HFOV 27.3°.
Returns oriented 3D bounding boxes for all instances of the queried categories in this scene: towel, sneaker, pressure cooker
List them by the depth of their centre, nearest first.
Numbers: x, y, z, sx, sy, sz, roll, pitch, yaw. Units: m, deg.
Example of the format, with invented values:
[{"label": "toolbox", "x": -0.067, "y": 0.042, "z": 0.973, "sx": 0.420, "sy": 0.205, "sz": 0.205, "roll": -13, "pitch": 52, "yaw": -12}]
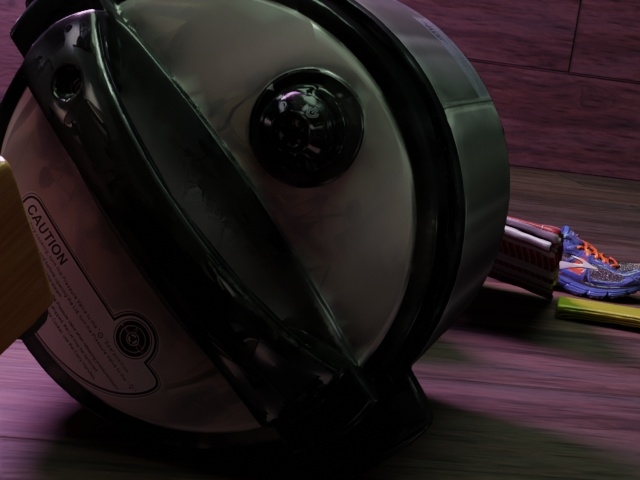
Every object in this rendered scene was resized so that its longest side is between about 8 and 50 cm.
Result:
[{"label": "pressure cooker", "x": -0.054, "y": -0.038, "z": 1.031, "sx": 0.369, "sy": 0.376, "sz": 0.420, "roll": 13, "pitch": 10, "yaw": 13}, {"label": "towel", "x": 0.177, "y": -0.009, "z": 1.593, "sx": 0.237, "sy": 0.037, "sz": 0.329, "roll": 20, "pitch": -8, "yaw": 12}, {"label": "towel", "x": 0.412, "y": 0.101, "z": 1.637, "sx": 0.237, "sy": 0.021, "sz": 0.102, "roll": 9, "pitch": 5, "yaw": 11}, {"label": "sneaker", "x": 0.345, "y": 0.026, "z": 1.797, "sx": 0.221, "sy": 0.087, "sz": 0.083, "roll": 9, "pitch": 11, "yaw": 4}]

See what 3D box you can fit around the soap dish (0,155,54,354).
[{"label": "soap dish", "x": -0.284, "y": 0.057, "z": 0.679, "sx": 0.118, "sy": 0.291, "sz": 0.229, "roll": 52, "pitch": -16, "yaw": -30}]
